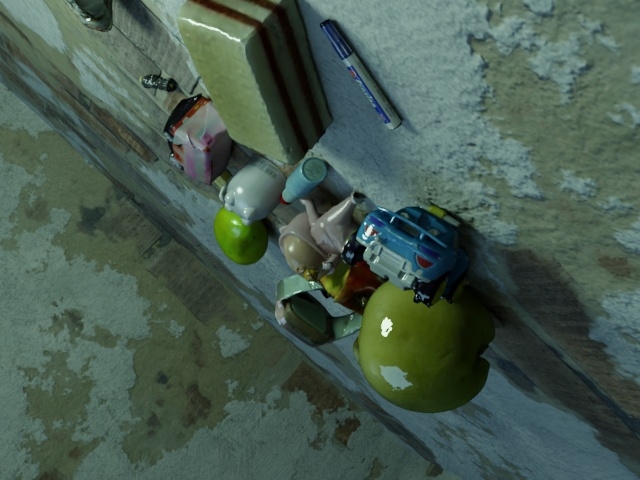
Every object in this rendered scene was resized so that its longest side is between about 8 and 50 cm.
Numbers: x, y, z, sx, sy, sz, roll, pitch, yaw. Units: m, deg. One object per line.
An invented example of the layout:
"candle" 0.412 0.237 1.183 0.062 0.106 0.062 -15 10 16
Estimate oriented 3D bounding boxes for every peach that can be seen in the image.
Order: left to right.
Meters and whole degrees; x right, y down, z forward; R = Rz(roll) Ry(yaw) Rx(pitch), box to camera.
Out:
"peach" 0.092 0.090 1.572 0.154 0.159 0.267 35 178 -15

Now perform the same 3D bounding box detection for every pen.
"pen" 0.063 -0.253 0.990 0.204 0.025 0.025 49 161 -28

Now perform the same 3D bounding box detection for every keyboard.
"keyboard" 0.368 0.186 1.473 0.055 0.017 0.166 45 163 -1

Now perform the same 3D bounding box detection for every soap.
"soap" -0.340 -0.240 1.876 0.252 0.037 0.092 49 162 -28

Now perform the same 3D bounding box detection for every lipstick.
"lipstick" -0.050 -0.127 1.478 0.061 0.068 0.274 52 162 -2

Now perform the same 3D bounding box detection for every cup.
"cup" -0.184 -0.131 1.635 0.173 0.142 0.134 35 163 18

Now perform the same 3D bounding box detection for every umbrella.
"umbrella" -0.417 -0.401 1.627 0.144 0.037 0.040 21 160 42

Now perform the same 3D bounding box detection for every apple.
"apple" 0.218 0.203 1.354 0.257 0.295 0.233 7 153 34

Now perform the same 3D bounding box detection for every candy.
"candy" -0.106 -0.281 1.101 0.179 0.135 0.321 30 161 27

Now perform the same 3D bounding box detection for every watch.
"watch" 0.027 0.169 1.780 0.253 0.241 0.162 38 -152 -27

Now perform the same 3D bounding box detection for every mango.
"mango" -0.257 -0.030 2.045 0.185 0.149 0.273 40 159 24

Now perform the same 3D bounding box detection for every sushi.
"sushi" -0.531 -0.572 1.292 0.332 0.124 0.130 47 173 -26

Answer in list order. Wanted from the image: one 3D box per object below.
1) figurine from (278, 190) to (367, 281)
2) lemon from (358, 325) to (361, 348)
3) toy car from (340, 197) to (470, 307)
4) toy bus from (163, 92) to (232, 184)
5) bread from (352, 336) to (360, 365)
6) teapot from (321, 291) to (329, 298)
"figurine" 0.000 0.000 1.452 0.287 0.186 0.176 -14 118 51
"lemon" 0.202 0.244 1.617 0.219 0.240 0.240 53 165 9
"toy car" 0.184 0.013 1.197 0.198 0.166 0.314 33 -169 23
"toy bus" -0.306 -0.246 1.627 0.147 0.127 0.303 36 163 2
"bread" 0.255 0.393 1.995 0.333 0.160 0.333 38 164 13
"teapot" 0.014 0.088 1.890 0.177 0.087 0.096 57 -178 -44
